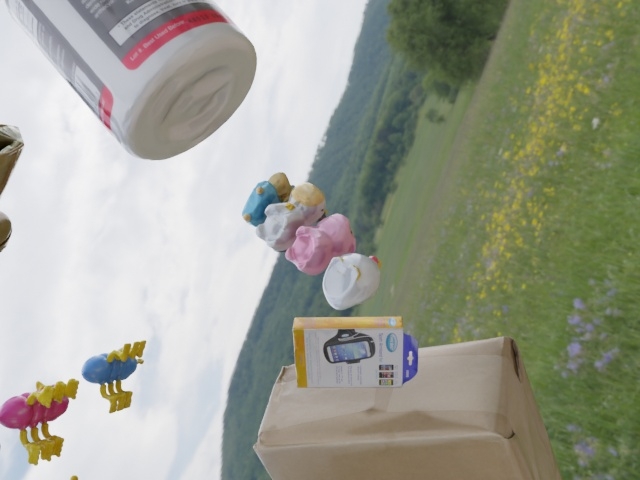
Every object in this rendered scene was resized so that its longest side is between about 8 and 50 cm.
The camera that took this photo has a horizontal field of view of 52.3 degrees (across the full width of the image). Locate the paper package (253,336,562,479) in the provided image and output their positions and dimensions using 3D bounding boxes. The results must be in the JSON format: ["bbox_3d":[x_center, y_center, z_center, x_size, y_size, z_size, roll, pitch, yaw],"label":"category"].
[{"bbox_3d":[0.129,0.304,0.859,0.309,0.325,0.168,65,-152,-24],"label":"paper package"}]

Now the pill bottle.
[{"bbox_3d":[-0.231,-0.255,0.712,0.176,0.318,0.176,-40,-12,-10],"label":"pill bottle"}]

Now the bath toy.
[{"bbox_3d":[0.000,0.000,1.255,0.129,0.348,0.151,18,-70,-51],"label":"bath toy"}]

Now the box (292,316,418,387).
[{"bbox_3d":[0.039,0.125,0.727,0.028,0.136,0.081,-88,-4,-64],"label":"box"}]

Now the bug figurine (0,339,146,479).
[{"bbox_3d":[-0.298,0.242,0.754,0.216,0.072,0.278,18,-92,-71],"label":"bug figurine"}]

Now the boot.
[{"bbox_3d":[-0.564,-0.079,1.113,0.269,0.089,0.236,-55,12,23],"label":"boot"}]
